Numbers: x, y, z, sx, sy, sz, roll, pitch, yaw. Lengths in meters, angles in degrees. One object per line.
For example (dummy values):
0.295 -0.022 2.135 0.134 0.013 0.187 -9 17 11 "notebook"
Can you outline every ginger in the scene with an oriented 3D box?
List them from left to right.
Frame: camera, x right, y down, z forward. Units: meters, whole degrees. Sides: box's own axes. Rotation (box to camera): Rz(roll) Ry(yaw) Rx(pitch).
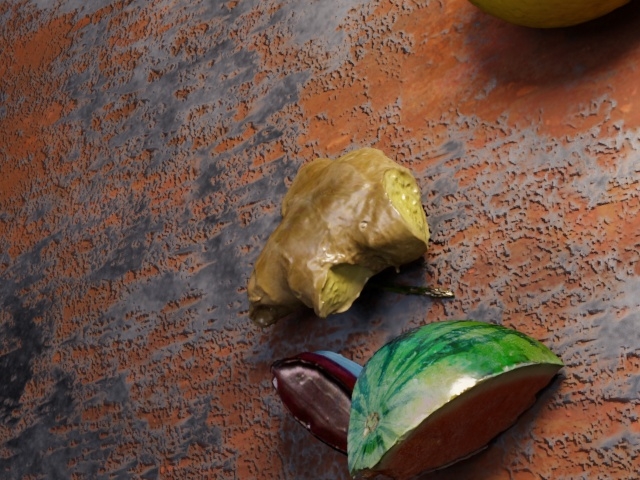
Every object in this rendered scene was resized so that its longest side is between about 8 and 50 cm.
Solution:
0.000 0.000 1.421 0.270 0.123 0.219 -31 44 18 "ginger"

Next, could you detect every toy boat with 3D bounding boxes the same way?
0.032 0.181 1.355 0.223 0.097 0.100 29 104 50 "toy boat"

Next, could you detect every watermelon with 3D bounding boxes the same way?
0.115 0.137 1.248 0.146 0.231 0.128 54 151 38 "watermelon"

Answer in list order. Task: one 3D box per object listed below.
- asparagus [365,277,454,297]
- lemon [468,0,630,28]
0.089 0.053 1.410 0.163 0.016 0.016 8 60 44 "asparagus"
0.245 -0.350 1.279 0.267 0.267 0.267 -17 62 36 "lemon"
